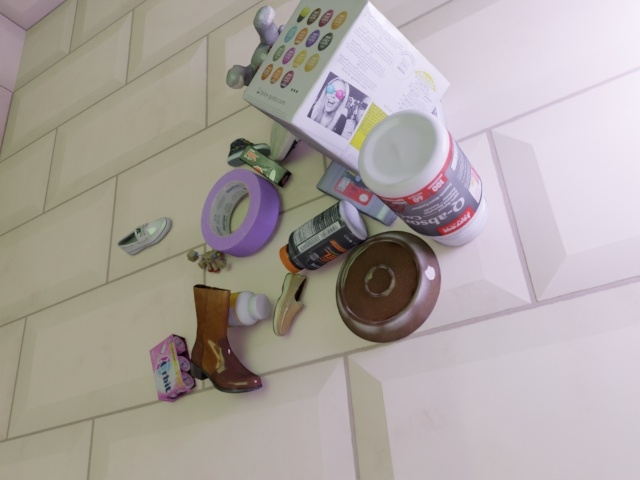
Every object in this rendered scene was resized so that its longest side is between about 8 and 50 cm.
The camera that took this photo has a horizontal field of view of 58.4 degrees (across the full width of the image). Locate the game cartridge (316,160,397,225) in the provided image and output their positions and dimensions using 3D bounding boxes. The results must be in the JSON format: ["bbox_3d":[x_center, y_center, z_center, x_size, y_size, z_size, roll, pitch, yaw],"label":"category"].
[{"bbox_3d":[0.137,-0.181,1.655,0.294,0.060,0.196,31,84,40],"label":"game cartridge"}]

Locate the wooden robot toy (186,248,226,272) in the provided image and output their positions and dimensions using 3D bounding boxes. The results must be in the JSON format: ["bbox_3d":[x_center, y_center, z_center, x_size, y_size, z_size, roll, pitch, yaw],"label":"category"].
[{"bbox_3d":[-0.355,0.055,1.894,0.173,0.076,0.079,4,36,36],"label":"wooden robot toy"}]

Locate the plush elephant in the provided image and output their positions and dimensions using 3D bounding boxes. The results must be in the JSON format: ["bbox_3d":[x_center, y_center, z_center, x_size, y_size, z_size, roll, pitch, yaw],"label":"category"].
[{"bbox_3d":[-0.104,-0.538,1.867,0.255,0.330,0.272,31,93,17],"label":"plush elephant"}]

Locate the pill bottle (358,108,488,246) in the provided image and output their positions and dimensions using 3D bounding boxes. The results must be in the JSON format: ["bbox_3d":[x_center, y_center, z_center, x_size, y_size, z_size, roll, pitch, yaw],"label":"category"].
[{"bbox_3d":[0.259,-0.129,1.343,0.210,0.363,0.210,-15,61,29],"label":"pill bottle"}]

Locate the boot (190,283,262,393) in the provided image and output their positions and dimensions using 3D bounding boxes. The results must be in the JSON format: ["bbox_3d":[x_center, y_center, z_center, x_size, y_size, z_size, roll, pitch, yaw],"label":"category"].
[{"bbox_3d":[-0.265,0.275,1.634,0.264,0.096,0.281,12,101,41],"label":"boot"}]

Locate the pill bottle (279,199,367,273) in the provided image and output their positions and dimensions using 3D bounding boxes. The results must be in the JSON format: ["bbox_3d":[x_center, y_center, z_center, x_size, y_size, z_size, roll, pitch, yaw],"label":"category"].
[{"bbox_3d":[0.000,0.000,1.611,0.245,0.130,0.130,-32,54,25],"label":"pill bottle"}]

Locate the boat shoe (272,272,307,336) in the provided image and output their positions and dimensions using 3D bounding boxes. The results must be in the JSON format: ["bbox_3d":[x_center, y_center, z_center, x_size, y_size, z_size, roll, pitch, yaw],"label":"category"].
[{"bbox_3d":[-0.082,0.183,1.634,0.072,0.068,0.190,5,72,24],"label":"boat shoe"}]

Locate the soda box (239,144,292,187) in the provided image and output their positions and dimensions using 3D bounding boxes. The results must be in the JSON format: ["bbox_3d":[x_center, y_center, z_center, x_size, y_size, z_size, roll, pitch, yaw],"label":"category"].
[{"bbox_3d":[-0.180,-0.242,1.860,0.169,0.053,0.060,35,91,17],"label":"soda box"}]

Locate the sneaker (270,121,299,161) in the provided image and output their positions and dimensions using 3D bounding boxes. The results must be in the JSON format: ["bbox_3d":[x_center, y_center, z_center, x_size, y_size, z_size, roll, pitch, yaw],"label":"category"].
[{"bbox_3d":[-0.045,-0.376,1.810,0.350,0.148,0.131,-53,46,45],"label":"sneaker"}]

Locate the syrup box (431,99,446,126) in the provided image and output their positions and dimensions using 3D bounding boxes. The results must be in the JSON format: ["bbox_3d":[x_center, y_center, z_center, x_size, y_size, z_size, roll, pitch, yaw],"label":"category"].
[{"bbox_3d":[0.290,-0.307,1.576,0.096,0.093,0.237,-19,60,27],"label":"syrup box"}]

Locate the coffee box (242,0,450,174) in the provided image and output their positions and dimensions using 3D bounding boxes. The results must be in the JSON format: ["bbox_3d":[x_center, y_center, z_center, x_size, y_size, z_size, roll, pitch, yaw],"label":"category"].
[{"bbox_3d":[0.061,-0.400,1.514,0.334,0.338,0.337,-57,37,5],"label":"coffee box"}]

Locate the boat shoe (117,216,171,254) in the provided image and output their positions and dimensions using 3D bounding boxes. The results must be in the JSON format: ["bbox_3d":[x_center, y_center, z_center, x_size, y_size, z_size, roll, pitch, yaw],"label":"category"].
[{"bbox_3d":[-0.652,-0.018,2.109,0.226,0.076,0.083,-35,54,17],"label":"boat shoe"}]

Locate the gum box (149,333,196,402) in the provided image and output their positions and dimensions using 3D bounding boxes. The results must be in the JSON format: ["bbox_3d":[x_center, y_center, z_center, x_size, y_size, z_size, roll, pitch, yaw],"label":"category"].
[{"bbox_3d":[-0.464,0.404,1.796,0.107,0.062,0.188,-36,53,17],"label":"gum box"}]

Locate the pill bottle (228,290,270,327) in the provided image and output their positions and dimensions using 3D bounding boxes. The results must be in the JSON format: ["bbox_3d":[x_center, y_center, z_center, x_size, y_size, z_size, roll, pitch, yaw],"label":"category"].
[{"bbox_3d":[-0.243,0.205,1.707,0.184,0.103,0.103,-11,64,31],"label":"pill bottle"}]

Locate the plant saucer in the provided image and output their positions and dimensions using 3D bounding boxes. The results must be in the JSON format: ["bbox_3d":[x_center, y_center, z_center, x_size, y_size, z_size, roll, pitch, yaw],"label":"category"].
[{"bbox_3d":[0.163,0.111,1.507,0.310,0.050,0.311,-14,63,30],"label":"plant saucer"}]

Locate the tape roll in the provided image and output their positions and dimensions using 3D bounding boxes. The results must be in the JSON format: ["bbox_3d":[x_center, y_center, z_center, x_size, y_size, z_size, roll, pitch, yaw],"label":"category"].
[{"bbox_3d":[-0.262,-0.089,1.844,0.274,0.090,0.275,-16,64,36],"label":"tape roll"}]

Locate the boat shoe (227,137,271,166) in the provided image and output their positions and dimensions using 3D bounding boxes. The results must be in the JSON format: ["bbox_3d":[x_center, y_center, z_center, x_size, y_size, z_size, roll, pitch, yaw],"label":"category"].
[{"bbox_3d":[-0.248,-0.320,1.973,0.183,0.065,0.083,-13,64,31],"label":"boat shoe"}]
